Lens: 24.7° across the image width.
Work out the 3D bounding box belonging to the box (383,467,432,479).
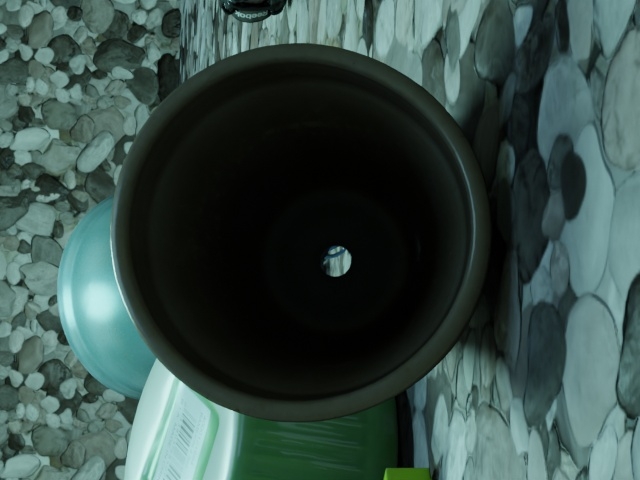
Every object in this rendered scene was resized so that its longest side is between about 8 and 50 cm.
[{"bbox_3d":[0.071,0.277,1.116,0.178,0.042,0.109,-98,14,-47],"label":"box"}]

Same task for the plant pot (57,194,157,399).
[{"bbox_3d":[-0.172,0.065,1.933,0.196,0.293,0.293,-8,79,52],"label":"plant pot"}]

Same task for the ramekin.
[{"bbox_3d":[-0.068,0.207,1.347,0.303,0.148,0.303,-39,44,52],"label":"ramekin"}]

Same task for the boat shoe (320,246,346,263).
[{"bbox_3d":[-0.011,-0.027,1.516,0.258,0.109,0.089,-74,-15,-60],"label":"boat shoe"}]

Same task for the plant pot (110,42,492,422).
[{"bbox_3d":[-0.004,0.006,1.093,0.229,0.263,0.263,48,-138,-81],"label":"plant pot"}]

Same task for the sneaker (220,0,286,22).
[{"bbox_3d":[-0.080,-0.346,1.881,0.276,0.097,0.135,-125,39,-76],"label":"sneaker"}]

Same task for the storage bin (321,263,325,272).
[{"bbox_3d":[-0.040,0.084,1.634,0.091,0.098,0.135,137,135,-61],"label":"storage bin"}]
